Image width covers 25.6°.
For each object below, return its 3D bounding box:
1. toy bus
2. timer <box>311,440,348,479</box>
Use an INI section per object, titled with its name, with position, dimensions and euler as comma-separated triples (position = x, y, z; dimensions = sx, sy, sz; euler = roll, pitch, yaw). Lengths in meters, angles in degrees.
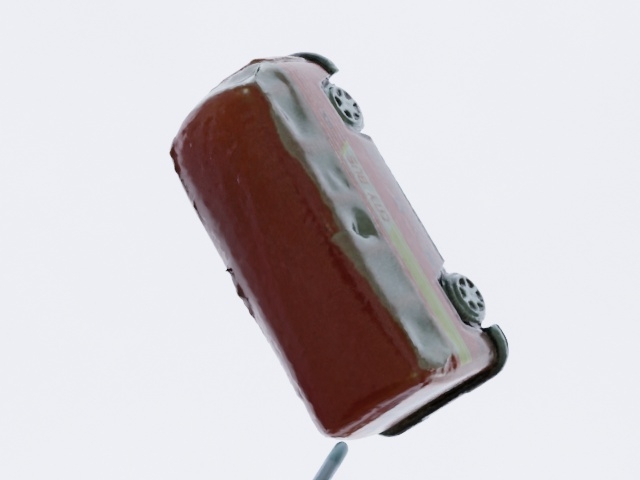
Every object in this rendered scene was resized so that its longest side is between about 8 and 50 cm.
[toy bus]
position = 0.000, 0.000, 0.923
dimensions = 0.121, 0.120, 0.265
euler = -36, -104, 29
[timer]
position = -0.054, 0.246, 0.729
dimensions = 0.255, 0.175, 0.175
euler = -30, -86, -23
